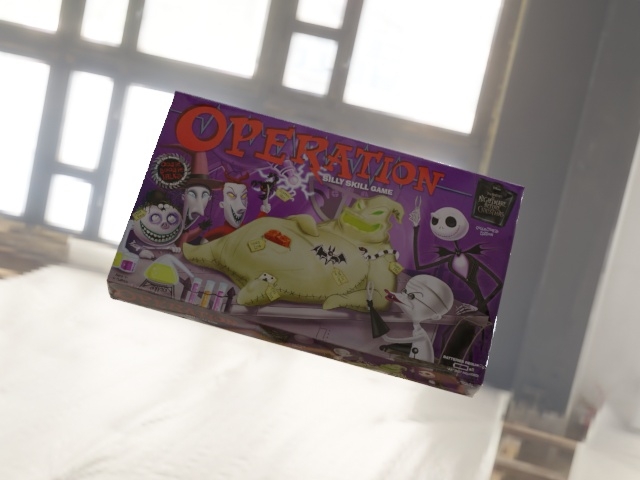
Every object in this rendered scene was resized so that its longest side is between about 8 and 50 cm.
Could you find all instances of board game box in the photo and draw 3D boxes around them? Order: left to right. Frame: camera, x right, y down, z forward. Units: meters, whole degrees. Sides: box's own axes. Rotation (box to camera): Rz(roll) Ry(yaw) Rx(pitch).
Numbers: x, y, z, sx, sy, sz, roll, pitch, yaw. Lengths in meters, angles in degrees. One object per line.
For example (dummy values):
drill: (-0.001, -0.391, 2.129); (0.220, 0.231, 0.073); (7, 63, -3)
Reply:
board game box: (0.000, 0.000, 1.103); (0.347, 0.208, 0.056); (15, 152, 1)
